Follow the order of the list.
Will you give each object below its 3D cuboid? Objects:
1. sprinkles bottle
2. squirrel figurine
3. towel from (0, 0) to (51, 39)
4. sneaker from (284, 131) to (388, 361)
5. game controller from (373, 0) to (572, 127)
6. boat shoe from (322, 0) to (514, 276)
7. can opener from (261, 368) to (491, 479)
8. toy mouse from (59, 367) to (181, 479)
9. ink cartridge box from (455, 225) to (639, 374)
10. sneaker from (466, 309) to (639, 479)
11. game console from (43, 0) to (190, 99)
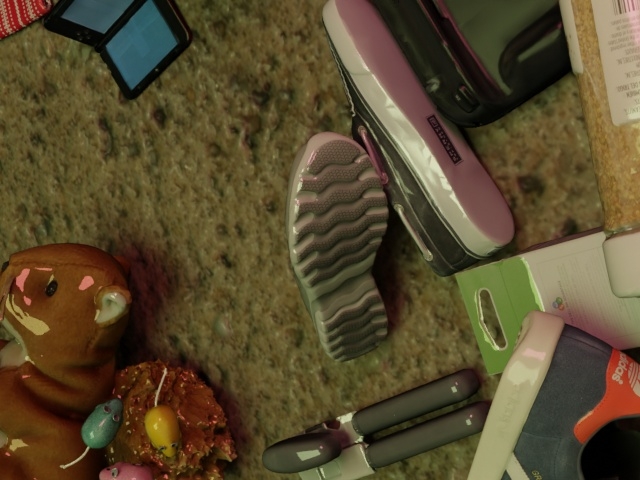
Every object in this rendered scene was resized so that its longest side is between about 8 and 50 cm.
[{"bbox_3d":[0.263,-0.135,0.859,0.121,0.121,0.355,-13,83,39],"label":"sprinkles bottle"},{"bbox_3d":[-0.302,0.203,1.360,0.397,0.281,0.370,25,93,-10],"label":"squirrel figurine"},{"bbox_3d":[-0.484,-0.367,1.476,0.275,0.031,0.198,-13,95,39],"label":"towel"},{"bbox_3d":[0.000,0.000,1.097,0.115,0.105,0.281,-126,24,-43],"label":"sneaker"},{"bbox_3d":[0.119,-0.270,1.015,0.166,0.067,0.319,-32,81,20],"label":"game controller"},{"bbox_3d":[0.074,-0.104,1.066,0.102,0.108,0.301,-34,87,37],"label":"boat shoe"},{"bbox_3d":[0.060,0.218,1.171,0.280,0.093,0.074,-28,83,34],"label":"can opener"},{"bbox_3d":[-0.229,0.241,1.225,0.031,0.143,0.161,180,77,-81],"label":"toy mouse"},{"bbox_3d":[0.240,0.051,0.997,0.209,0.062,0.109,-19,90,40],"label":"ink cartridge box"},{"bbox_3d":[0.214,0.224,1.000,0.148,0.131,0.350,21,137,12],"label":"sneaker"},{"bbox_3d":[-0.247,-0.253,1.288,0.144,0.124,0.085,-35,53,38],"label":"game console"}]
